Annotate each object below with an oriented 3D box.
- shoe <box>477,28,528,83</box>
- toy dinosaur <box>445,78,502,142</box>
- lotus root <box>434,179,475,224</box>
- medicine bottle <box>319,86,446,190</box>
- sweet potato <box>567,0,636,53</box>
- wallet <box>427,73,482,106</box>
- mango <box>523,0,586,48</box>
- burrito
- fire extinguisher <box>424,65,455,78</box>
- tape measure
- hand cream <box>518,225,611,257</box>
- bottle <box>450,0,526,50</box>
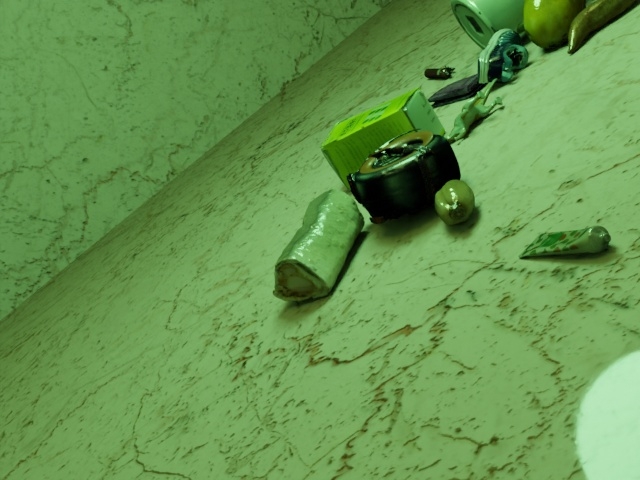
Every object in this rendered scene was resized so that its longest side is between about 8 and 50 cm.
[{"bbox_3d":[0.454,-0.444,2.040,0.106,0.092,0.207,12,42,23],"label":"shoe"},{"bbox_3d":[0.338,-0.278,1.882,0.142,0.057,0.212,-45,-4,38],"label":"toy dinosaur"},{"bbox_3d":[0.236,-0.067,1.470,0.073,0.062,0.150,-52,10,20],"label":"lotus root"},{"bbox_3d":[0.144,-0.236,1.944,0.250,0.141,0.137,-21,25,35],"label":"medicine bottle"},{"bbox_3d":[0.653,-0.529,1.939,0.281,0.067,0.059,-41,-19,-4],"label":"sweet potato"},{"bbox_3d":[0.358,-0.392,2.142,0.111,0.030,0.166,-44,20,-29],"label":"wallet"},{"bbox_3d":[0.577,-0.574,2.044,0.129,0.167,0.262,-1,31,36],"label":"mango"},{"bbox_3d":[-0.003,0.002,1.642,0.143,0.105,0.299,-27,20,32],"label":"burrito"},{"bbox_3d":[0.349,-0.481,2.398,0.048,0.035,0.173,2,11,-15],"label":"fire extinguisher"},{"bbox_3d":[0.166,-0.121,1.620,0.202,0.135,0.223,-29,15,-7],"label":"tape measure"},{"bbox_3d":[0.342,0.002,1.168,0.057,0.037,0.165,-41,13,-21],"label":"hand cream"},{"bbox_3d":[0.543,-0.670,2.223,0.351,0.229,0.229,-41,18,-1],"label":"bottle"}]
